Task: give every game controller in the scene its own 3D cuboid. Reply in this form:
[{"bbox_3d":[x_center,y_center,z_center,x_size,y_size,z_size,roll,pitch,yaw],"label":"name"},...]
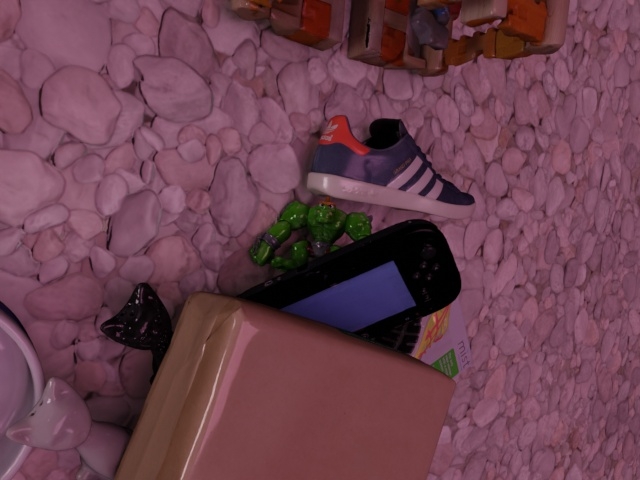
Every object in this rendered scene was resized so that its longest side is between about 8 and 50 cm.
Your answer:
[{"bbox_3d":[0.034,0.086,0.695,0.319,0.067,0.166,-24,120,10],"label":"game controller"}]

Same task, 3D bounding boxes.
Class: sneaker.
[{"bbox_3d":[0.146,-0.125,0.854,0.350,0.131,0.148,7,95,-35],"label":"sneaker"},{"bbox_3d":[0.157,0.142,0.780,0.094,0.081,0.208,40,74,-32],"label":"sneaker"}]

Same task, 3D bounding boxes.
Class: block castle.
[{"bbox_3d":[0.120,-0.395,0.696,0.453,0.303,0.213,1,95,-36],"label":"block castle"}]

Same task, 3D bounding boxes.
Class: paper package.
[{"bbox_3d":[-0.042,0.246,0.585,0.325,0.168,0.309,24,83,-30],"label":"paper package"}]

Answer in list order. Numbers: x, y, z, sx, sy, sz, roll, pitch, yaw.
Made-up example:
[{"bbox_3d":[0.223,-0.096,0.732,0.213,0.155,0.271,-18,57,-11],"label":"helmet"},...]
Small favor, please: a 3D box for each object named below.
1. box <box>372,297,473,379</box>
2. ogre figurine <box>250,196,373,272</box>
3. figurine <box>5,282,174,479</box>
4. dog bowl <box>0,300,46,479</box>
[{"bbox_3d":[0.129,0.151,0.886,0.231,0.127,0.262,-26,109,-27],"label":"box"},{"bbox_3d":[0.000,0.000,0.773,0.097,0.197,0.118,50,48,-54],"label":"ogre figurine"},{"bbox_3d":[-0.233,0.184,0.600,0.215,0.092,0.209,-54,147,-29],"label":"figurine"},{"bbox_3d":[-0.435,0.167,0.511,0.265,0.104,0.265,-5,99,-34],"label":"dog bowl"}]
